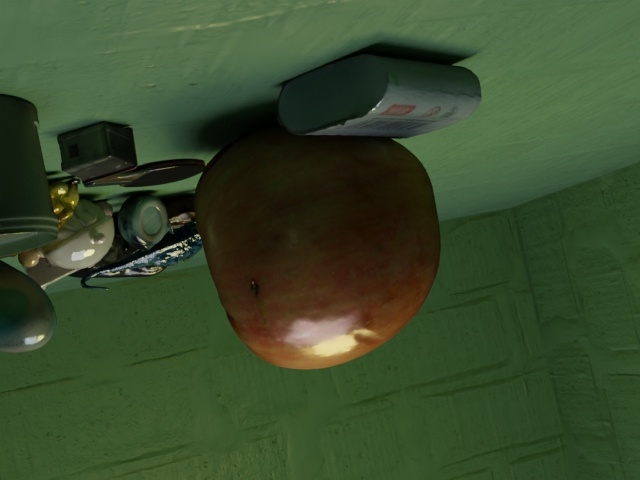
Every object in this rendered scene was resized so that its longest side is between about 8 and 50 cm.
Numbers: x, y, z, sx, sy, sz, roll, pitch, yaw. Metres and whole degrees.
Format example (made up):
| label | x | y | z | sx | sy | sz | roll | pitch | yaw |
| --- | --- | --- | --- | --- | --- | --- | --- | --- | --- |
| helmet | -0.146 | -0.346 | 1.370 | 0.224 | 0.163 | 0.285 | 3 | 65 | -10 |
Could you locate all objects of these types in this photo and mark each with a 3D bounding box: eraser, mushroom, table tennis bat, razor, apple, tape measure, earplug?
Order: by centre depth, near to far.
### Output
| label | x | y | z | sx | sy | sz | roll | pitch | yaw |
| --- | --- | --- | --- | --- | --- | --- | --- | --- | --- |
| eraser | 0.079 | -0.182 | 1.248 | 0.174 | 0.081 | 0.227 | -11 | 178 | 38 |
| apple | 0.000 | 0.000 | 1.443 | 0.347 | 0.391 | 0.391 | -18 | 176 | -8 |
| table tennis bat | -0.286 | -0.106 | 1.573 | 0.220 | 0.019 | 0.130 | -10 | 174 | -45 |
| earplug | -0.576 | 0.115 | 1.697 | 0.324 | 0.185 | 0.185 | 19 | -163 | 40 |
| tape measure | -0.367 | -0.043 | 1.826 | 0.104 | 0.107 | 0.180 | -37 | -146 | -29 |
| mushroom | -0.296 | -0.056 | 1.936 | 0.123 | 0.052 | 0.123 | -18 | 173 | -2 |
| razor | -0.457 | 0.025 | 2.076 | 0.205 | 0.113 | 0.349 | -4 | 180 | -28 |

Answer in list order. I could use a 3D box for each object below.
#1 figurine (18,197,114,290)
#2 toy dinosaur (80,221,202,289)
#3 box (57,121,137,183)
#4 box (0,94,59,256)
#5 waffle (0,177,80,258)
| label | x | y | z | sx | sy | sz | roll | pitch | yaw |
| --- | --- | --- | --- | --- | --- | --- | --- | --- | --- |
| figurine | -0.457 | 0.004 | 1.734 | 0.182 | 0.144 | 0.257 | -6 | 170 | -26 |
| toy dinosaur | -0.296 | 0.011 | 1.880 | 0.363 | 0.076 | 0.147 | -23 | 179 | -11 |
| box | -0.289 | -0.116 | 1.239 | 0.085 | 0.060 | 0.063 | -13 | 167 | 16 |
| box | -0.413 | -0.056 | 1.056 | 0.226 | 0.149 | 0.226 | -12 | 176 | -1 |
| waffle | -0.579 | -0.020 | 1.481 | 0.380 | 0.095 | 0.382 | -6 | 170 | -39 |
